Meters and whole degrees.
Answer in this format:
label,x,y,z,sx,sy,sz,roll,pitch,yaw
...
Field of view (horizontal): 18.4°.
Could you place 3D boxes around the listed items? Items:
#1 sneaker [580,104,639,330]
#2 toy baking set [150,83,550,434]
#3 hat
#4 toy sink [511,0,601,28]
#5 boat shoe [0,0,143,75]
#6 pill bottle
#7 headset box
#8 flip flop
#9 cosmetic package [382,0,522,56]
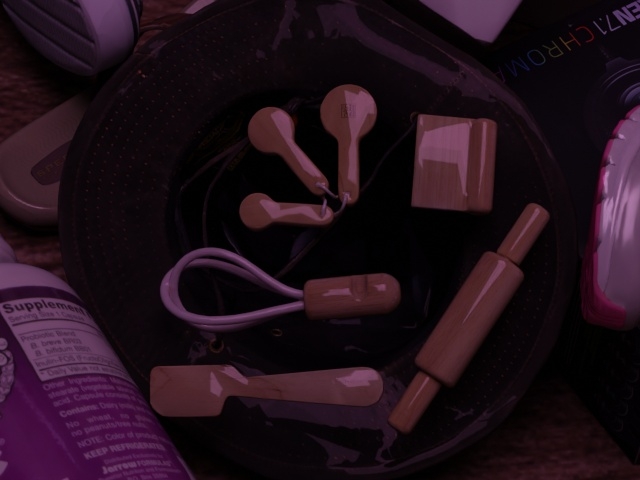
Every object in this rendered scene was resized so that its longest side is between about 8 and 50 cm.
label,x,y,z,sx,sy,sz,roll,pitch,yaw
sneaker,0.237,-0.041,1.211,0.111,0.103,0.252,23,58,16
toy baking set,0.014,0.022,1.216,0.196,0.030,0.256,28,83,12
hat,0.000,0.000,1.297,0.331,0.134,0.331,0,86,4
toy sink,0.160,-0.267,1.505,0.234,0.153,0.131,19,54,12
boat shoe,-0.194,-0.238,1.452,0.119,0.121,0.335,-21,43,-21
pill bottle,-0.188,0.122,1.188,0.169,0.169,0.301,-25,59,-20
headset box,0.245,-0.021,1.340,0.246,0.131,0.283,-25,59,-19
flip flop,-0.122,-0.109,1.416,0.277,0.080,0.112,-35,63,-25
cosmetic package,0.125,-0.332,1.322,0.217,0.156,0.385,33,88,-4
